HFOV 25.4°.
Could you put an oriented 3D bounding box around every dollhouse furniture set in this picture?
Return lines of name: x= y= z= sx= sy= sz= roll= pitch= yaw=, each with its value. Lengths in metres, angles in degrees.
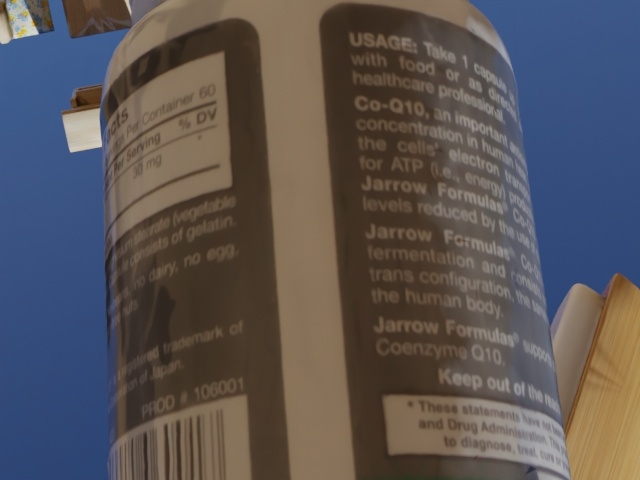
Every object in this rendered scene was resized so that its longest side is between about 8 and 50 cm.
dollhouse furniture set: x=-0.230 y=-0.232 z=1.478 sx=0.212 sy=0.242 sz=0.161 roll=-11 pitch=-165 yaw=-4

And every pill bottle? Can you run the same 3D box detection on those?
pill bottle: x=0.000 y=0.000 z=0.667 sx=0.204 sy=0.204 sz=0.361 roll=-8 pitch=-112 yaw=9

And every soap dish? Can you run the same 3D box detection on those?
soap dish: x=0.211 y=0.193 z=1.165 sx=0.118 sy=0.229 sz=0.290 roll=18 pitch=-103 yaw=8
